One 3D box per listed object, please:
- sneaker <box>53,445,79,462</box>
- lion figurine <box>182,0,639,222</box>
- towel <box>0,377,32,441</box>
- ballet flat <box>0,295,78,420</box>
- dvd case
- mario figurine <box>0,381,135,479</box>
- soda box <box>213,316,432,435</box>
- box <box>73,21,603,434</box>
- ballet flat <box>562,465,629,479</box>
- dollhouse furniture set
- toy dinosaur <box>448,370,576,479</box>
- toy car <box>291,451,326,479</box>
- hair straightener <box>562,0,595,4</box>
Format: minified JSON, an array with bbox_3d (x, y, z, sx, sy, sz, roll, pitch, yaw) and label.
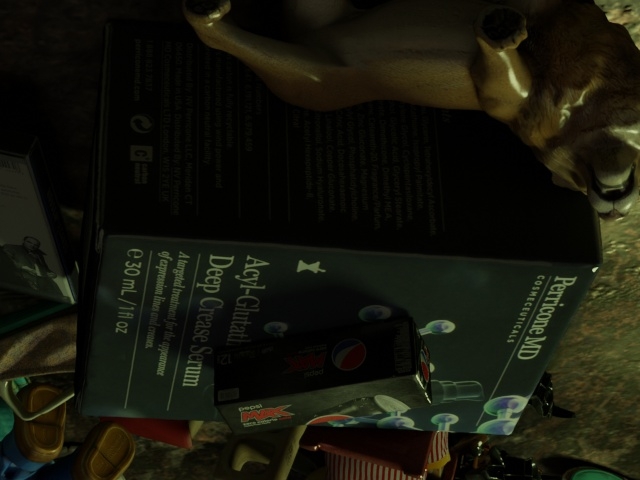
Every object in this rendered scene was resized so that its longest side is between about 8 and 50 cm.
[{"bbox_3d":[-0.311,0.274,2.124,0.166,0.076,0.065,0,148,-4],"label":"sneaker"},{"bbox_3d":[0.076,-0.139,1.422,0.392,0.142,0.240,15,161,17],"label":"lion figurine"},{"bbox_3d":[-0.438,0.142,1.950,0.271,0.040,0.370,-5,147,4],"label":"towel"},{"bbox_3d":[-0.317,0.127,1.790,0.316,0.107,0.106,-15,103,15],"label":"ballet flat"},{"bbox_3d":[-0.311,-0.031,1.651,0.179,0.030,0.239,12,148,11],"label":"dvd case"},{"bbox_3d":[-0.326,0.234,1.967,0.320,0.198,0.170,-35,174,42],"label":"mario figurine"},{"bbox_3d":[0.002,0.110,1.518,0.168,0.053,0.060,-10,146,13],"label":"soda box"},{"bbox_3d":[0.000,0.000,1.592,0.395,0.212,0.293,3,146,-9],"label":"box"},{"bbox_3d":[0.359,0.320,2.243,0.221,0.077,0.079,16,163,-26],"label":"ballet flat"},{"bbox_3d":[-0.057,0.173,1.813,0.374,0.152,0.201,13,142,15],"label":"dollhouse furniture set"},{"bbox_3d":[0.144,0.201,2.015,0.322,0.164,0.218,4,167,-43],"label":"toy dinosaur"},{"bbox_3d":[0.015,0.306,2.134,0.188,0.155,0.149,26,139,-22],"label":"toy car"},{"bbox_3d":[0.142,-0.235,1.398,0.230,0.047,0.089,24,139,-27],"label":"hair straightener"}]
